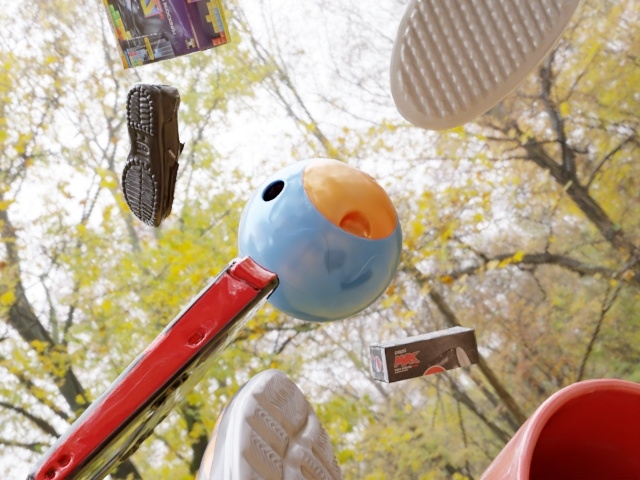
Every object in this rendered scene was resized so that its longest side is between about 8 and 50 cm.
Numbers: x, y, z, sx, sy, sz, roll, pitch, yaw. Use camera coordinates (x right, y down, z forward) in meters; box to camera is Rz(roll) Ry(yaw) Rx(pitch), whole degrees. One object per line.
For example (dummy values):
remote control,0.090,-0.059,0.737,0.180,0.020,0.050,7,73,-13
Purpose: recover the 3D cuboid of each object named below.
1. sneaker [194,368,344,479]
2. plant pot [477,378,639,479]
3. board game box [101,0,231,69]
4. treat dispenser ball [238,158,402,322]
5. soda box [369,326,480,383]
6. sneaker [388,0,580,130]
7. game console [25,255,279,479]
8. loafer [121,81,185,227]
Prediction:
sneaker,-0.087,0.207,0.417,0.180,0.321,0.125,-27,-69,18
plant pot,0.238,0.303,0.691,0.274,0.275,0.243,-23,-23,-35
board game box,-0.170,-0.266,0.748,0.048,0.141,0.170,-29,-69,-39
treat dispenser ball,0.000,0.000,1.320,0.288,0.288,0.288,-32,-31,-22
soda box,0.164,0.179,1.182,0.168,0.060,0.053,-8,-1,-22
sneaker,0.189,-0.249,0.720,0.366,0.135,0.150,-55,-9,-3
game console,-0.208,0.199,0.826,0.342,0.060,0.386,-50,-1,-43
loafer,-0.219,-0.116,1.038,0.078,0.080,0.220,-31,-36,-46
